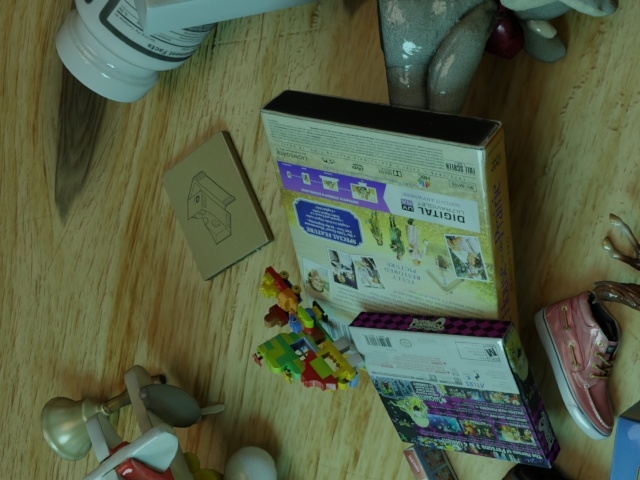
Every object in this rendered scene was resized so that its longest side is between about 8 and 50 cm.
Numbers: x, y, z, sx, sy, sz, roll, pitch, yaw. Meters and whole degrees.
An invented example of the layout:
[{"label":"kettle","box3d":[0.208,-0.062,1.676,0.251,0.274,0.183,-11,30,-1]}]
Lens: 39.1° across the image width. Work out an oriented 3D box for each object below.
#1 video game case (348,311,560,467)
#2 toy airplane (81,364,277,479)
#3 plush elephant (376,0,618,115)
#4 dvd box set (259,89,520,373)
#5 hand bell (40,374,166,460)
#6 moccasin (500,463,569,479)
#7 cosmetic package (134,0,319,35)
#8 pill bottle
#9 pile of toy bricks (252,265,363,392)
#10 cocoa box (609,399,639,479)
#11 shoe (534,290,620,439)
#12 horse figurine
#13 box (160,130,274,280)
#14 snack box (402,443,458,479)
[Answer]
[{"label":"video game case","box3d":[0.168,0.187,1.150,0.232,0.042,0.210,-1,124,42]},{"label":"toy airplane","box3d":[-0.200,0.382,1.385,0.384,0.272,0.386,175,74,-77]},{"label":"plush elephant","box3d":[0.197,-0.277,1.063,0.255,0.330,0.271,-7,52,4]},{"label":"dvd box set","box3d":[0.100,0.023,1.146,0.308,0.062,0.420,14,133,34]},{"label":"hand bell","box3d":[-0.377,0.301,1.638,0.242,0.126,0.126,-28,79,22]},{"label":"moccasin","box3d":[0.356,0.432,1.082,0.380,0.139,0.147,32,114,29]},{"label":"cosmetic package","box3d":[-0.084,-0.447,1.171,0.097,0.377,0.284,137,116,-72]},{"label":"pill bottle","box3d":[-0.245,-0.395,1.378,0.363,0.210,0.210,-42,71,32]},{"label":"pile of toy bricks","box3d":[-0.041,0.146,1.244,0.212,0.105,0.118,48,156,32]},{"label":"cocoa box","box3d":[0.436,0.261,0.875,0.228,0.347,0.231,11,102,35]},{"label":"shoe","box3d":[0.336,0.153,1.110,0.081,0.063,0.178,-33,72,39]},{"label":"horse figurine","box3d":[0.424,-0.013,1.028,0.174,0.066,0.263,41,115,32]},{"label":"box","box3d":[-0.174,-0.055,1.483,0.164,0.021,0.201,-31,78,34]},{"label":"snack box","box3d":[0.177,0.363,1.250,0.022,0.064,0.178,-34,75,37]}]
